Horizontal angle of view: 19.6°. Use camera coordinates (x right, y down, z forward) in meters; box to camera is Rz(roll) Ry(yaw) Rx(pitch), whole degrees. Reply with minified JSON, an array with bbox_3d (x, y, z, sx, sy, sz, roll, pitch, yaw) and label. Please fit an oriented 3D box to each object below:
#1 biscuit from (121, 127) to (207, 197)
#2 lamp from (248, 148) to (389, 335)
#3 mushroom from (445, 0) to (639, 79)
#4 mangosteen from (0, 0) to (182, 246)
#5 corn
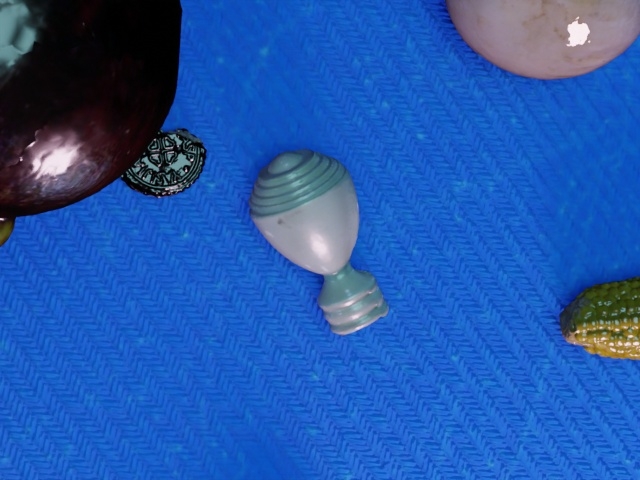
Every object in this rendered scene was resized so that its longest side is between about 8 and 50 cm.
[{"bbox_3d":[-0.159,-0.084,1.804,0.087,0.027,0.089,-36,99,-8],"label":"biscuit"},{"bbox_3d":[0.000,0.000,1.811,0.106,0.106,0.193,-27,107,-10],"label":"lamp"},{"bbox_3d":[0.213,-0.263,1.814,0.206,0.209,0.206,-12,136,-12],"label":"mushroom"},{"bbox_3d":[-0.250,-0.143,1.363,0.330,0.330,0.330,-1,93,-12],"label":"mangosteen"},{"bbox_3d":[0.375,0.079,1.898,0.261,0.097,0.097,-3,94,-9],"label":"corn"}]
